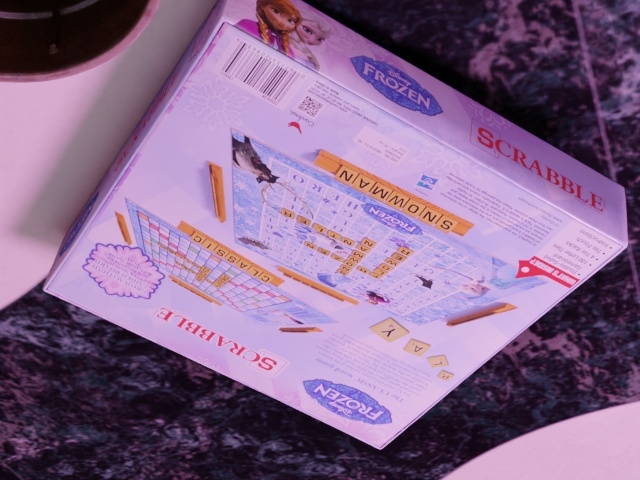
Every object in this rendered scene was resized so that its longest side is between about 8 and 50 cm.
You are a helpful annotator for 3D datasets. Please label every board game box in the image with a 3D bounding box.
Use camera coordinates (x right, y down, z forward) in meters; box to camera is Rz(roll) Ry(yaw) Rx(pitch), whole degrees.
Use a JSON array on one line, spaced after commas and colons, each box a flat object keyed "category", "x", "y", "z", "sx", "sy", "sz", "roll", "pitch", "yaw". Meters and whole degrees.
[{"category": "board game box", "x": 0.000, "y": 0.000, "z": 0.905, "sx": 0.318, "sy": 0.066, "sz": 0.318, "roll": 28, "pitch": 133, "yaw": -16}]

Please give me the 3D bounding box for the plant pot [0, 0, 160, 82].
[{"category": "plant pot", "x": -0.156, "y": -0.197, "z": 0.620, "sx": 0.167, "sy": 0.165, "sz": 0.167, "roll": 0, "pitch": 141, "yaw": 0}]
